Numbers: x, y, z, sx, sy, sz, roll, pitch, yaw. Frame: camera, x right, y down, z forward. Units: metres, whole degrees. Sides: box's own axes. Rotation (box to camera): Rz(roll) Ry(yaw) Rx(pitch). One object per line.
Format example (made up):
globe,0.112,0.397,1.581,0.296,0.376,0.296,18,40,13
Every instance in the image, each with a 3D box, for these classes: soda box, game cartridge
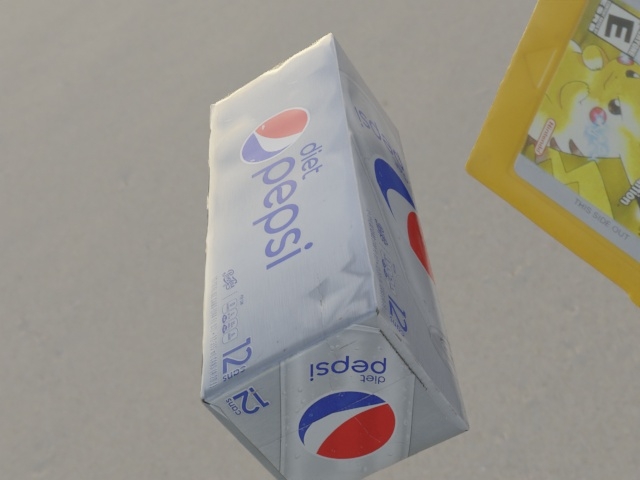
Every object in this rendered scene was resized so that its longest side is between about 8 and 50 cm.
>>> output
soda box,0.000,0.000,0.649,0.098,0.091,0.286,-29,32,14
game cartridge,0.289,-0.074,0.930,0.053,0.285,0.324,-26,57,-41
